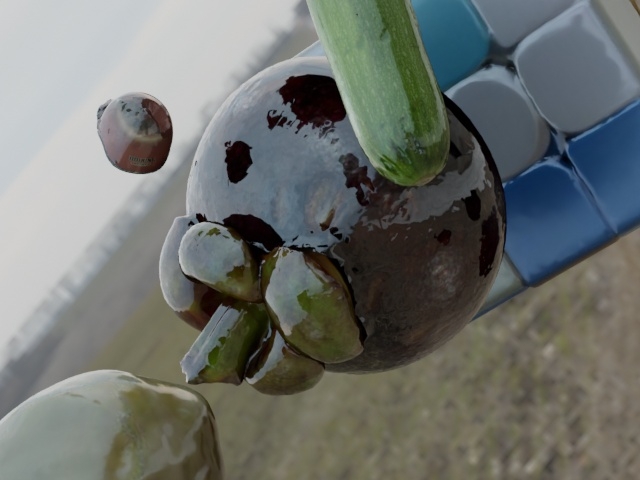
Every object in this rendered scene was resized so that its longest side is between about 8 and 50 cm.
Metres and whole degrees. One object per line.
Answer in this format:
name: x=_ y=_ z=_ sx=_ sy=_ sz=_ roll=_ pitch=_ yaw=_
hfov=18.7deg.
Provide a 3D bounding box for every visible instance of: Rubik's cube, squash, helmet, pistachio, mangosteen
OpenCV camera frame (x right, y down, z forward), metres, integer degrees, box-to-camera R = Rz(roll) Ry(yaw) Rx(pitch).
Rubik's cube: x=0.228 y=-0.158 z=2.121 sx=0.346 sy=0.347 sz=0.344 roll=-33 pitch=0 yaw=28
squash: x=0.032 y=-0.147 z=1.340 sx=0.069 sy=0.239 sz=0.069 roll=-17 pitch=-15 yaw=-5
helmet: x=-0.155 y=-0.103 z=1.652 sx=0.049 sy=0.065 sz=0.084 roll=121 pitch=139 yaw=-49
pistachio: x=-0.185 y=0.201 z=1.310 sx=0.288 sy=0.166 sz=0.197 roll=-44 pitch=18 yaw=11
mangosteen: x=0.000 y=0.000 z=1.739 sx=0.347 sy=0.307 sz=0.307 roll=-44 pitch=1 yaw=-32
